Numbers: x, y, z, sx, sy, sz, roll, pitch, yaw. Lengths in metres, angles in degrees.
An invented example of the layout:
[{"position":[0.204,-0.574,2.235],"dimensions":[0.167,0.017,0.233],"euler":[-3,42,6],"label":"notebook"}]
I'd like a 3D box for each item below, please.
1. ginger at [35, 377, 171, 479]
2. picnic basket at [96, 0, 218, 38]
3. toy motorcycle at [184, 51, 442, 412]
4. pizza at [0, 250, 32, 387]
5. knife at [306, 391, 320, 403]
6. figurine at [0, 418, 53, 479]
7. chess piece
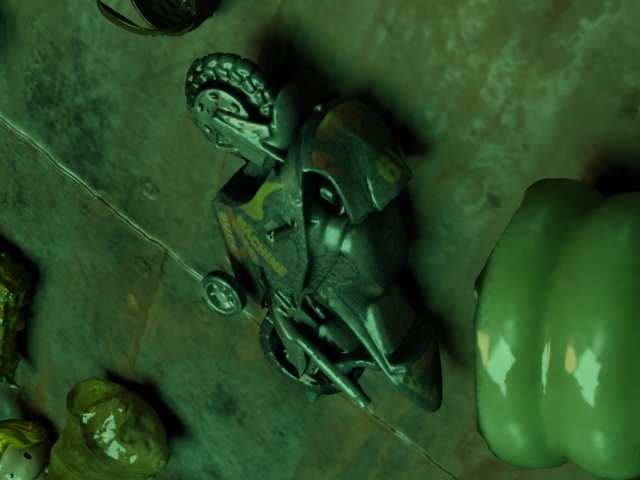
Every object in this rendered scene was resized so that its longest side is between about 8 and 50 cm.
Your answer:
[{"position":[-0.248,0.256,1.298],"dimensions":[0.131,0.086,0.294],"euler":[35,130,5],"label":"ginger"},{"position":[-0.119,-0.173,0.846],"dimensions":[0.072,0.083,0.072],"euler":[23,134,25],"label":"picnic basket"},{"position":[0.000,0.000,0.871],"dimensions":[0.173,0.108,0.307],"euler":[5,127,33],"label":"toy motorcycle"},{"position":[-0.379,0.039,1.275],"dimensions":[0.197,0.058,0.292],"euler":[-5,120,42],"label":"pizza"},{"position":[-0.035,0.056,1.017],"dimensions":[0.028,0.015,0.210],"euler":[-5,119,36],"label":"knife"},{"position":[-0.371,0.263,1.433],"dimensions":[0.156,0.095,0.115],"euler":[34,164,-12],"label":"figurine"},{"position":[0.268,0.069,0.652],"dimensions":[0.330,0.182,0.182],"euler":[8,127,31],"label":"chess piece"}]
